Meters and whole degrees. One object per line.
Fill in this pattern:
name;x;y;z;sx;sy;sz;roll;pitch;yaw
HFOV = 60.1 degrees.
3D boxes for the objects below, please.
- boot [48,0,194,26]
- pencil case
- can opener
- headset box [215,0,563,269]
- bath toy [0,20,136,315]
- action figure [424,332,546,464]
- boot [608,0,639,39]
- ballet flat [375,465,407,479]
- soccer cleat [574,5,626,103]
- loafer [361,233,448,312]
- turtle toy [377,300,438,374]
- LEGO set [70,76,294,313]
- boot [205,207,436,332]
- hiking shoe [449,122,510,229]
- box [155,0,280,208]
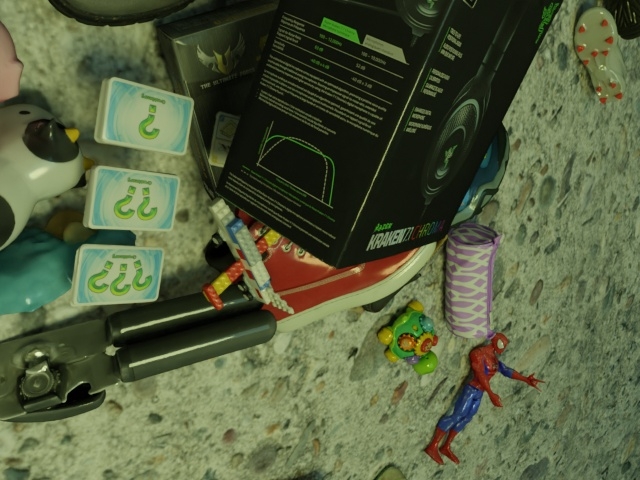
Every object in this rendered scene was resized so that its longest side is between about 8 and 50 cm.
boot;-0.049;-0.289;0.405;0.338;0.223;0.118;-40;107;-25
pencil case;0.255;0.073;0.932;0.086;0.088;0.206;-28;124;-30
can opener;-0.189;0.116;0.574;0.283;0.076;0.095;-12;151;-22
headset box;0.076;-0.142;0.472;0.246;0.131;0.283;-10;127;-59
bath toy;-0.256;-0.099;0.376;0.348;0.129;0.151;75;16;-44
action figure;0.324;0.322;1.076;0.091;0.139;0.280;17;95;-44
boot;0.572;-0.454;0.965;0.208;0.076;0.189;-31;115;-30
ballet flat;0.094;0.486;1.010;0.168;0.052;0.057;-44;131;-15
soccer cleat;0.492;-0.329;0.970;0.196;0.068;0.076;50;50;-37
loafer;0.122;0.039;0.822;0.062;0.061;0.170;36;85;-44
turtle toy;0.155;0.168;0.906;0.095;0.066;0.130;-39;130;-19
LEGO set;-0.085;-0.025;0.501;0.244;0.060;0.182;4;99;-49
boot;0.000;0.000;0.633;0.244;0.088;0.176;-27;130;12
hiking shoe;0.149;-0.075;0.757;0.304;0.113;0.132;-50;133;-11
box;-0.029;-0.157;0.573;0.231;0.056;0.183;-25;132;-20
